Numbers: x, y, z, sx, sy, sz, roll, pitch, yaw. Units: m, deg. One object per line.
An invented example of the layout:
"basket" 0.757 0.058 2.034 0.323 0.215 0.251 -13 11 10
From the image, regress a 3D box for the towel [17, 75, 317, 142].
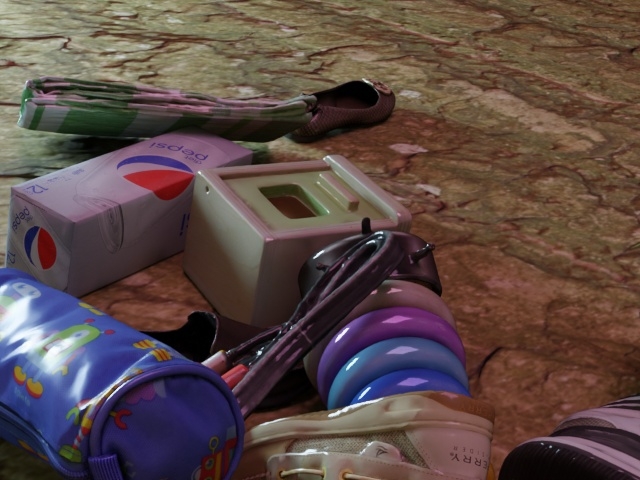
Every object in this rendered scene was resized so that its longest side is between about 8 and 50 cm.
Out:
"towel" -0.190 -0.150 1.461 0.325 0.038 0.248 1 -3 -16

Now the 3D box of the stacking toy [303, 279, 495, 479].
"stacking toy" 0.083 0.175 0.980 0.141 0.141 0.330 3 32 -16

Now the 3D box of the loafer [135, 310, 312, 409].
"loafer" -0.088 0.103 1.095 0.220 0.078 0.080 -8 33 -32

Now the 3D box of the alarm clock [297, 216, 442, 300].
"alarm clock" 0.044 0.047 1.166 0.129 0.192 0.064 -9 62 -7

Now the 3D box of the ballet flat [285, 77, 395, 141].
"ballet flat" 0.030 -0.195 1.731 0.084 0.058 0.250 29 32 28

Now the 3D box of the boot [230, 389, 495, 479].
"boot" 0.014 0.227 0.861 0.095 0.262 0.203 24 58 -39

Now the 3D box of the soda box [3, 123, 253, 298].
"soda box" -0.195 -0.036 1.300 0.091 0.098 0.286 26 30 26

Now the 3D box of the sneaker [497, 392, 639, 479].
"sneaker" 0.386 0.230 0.944 0.448 0.169 0.257 27 33 31

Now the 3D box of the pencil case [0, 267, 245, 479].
"pencil case" -0.190 0.109 0.914 0.133 0.119 0.306 -29 29 -31

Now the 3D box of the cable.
"cable" -0.045 0.080 0.990 0.072 0.287 0.139 48 -9 -9

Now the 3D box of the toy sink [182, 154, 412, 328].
"toy sink" 0.000 0.000 1.270 0.234 0.131 0.153 -6 32 -31
